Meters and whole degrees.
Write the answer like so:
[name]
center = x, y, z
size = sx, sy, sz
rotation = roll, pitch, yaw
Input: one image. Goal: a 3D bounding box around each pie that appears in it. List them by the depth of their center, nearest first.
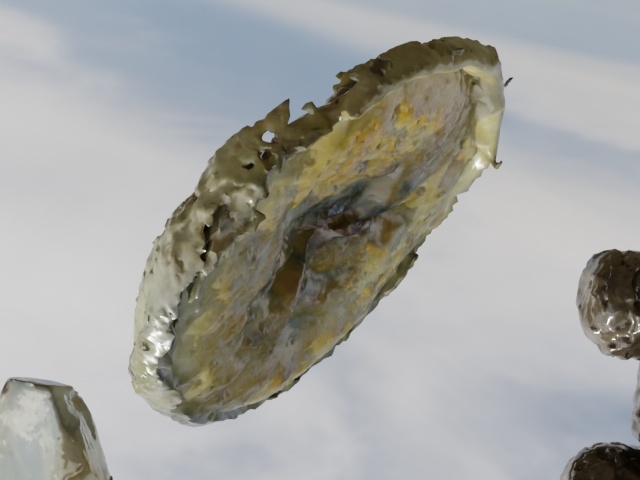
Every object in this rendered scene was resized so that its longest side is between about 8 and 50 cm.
[pie]
center = 0.000, 0.000, 0.619
size = 0.055, 0.274, 0.274
rotation = 45, -147, 18

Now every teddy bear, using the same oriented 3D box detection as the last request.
[teddy bear]
center = 0.214, 0.089, 0.587
size = 0.140, 0.177, 0.190
rotation = 6, 180, -12

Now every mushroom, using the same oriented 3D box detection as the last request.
[mushroom]
center = -0.149, 0.174, 0.608
size = 0.084, 0.209, 0.071
rotation = 9, -177, 23
